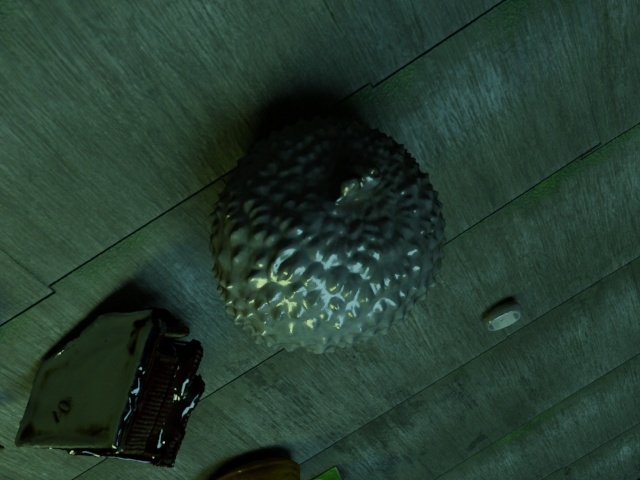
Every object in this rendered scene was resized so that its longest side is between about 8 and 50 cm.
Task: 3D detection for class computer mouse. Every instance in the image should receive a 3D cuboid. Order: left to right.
[{"bbox_3d":[0.430,0.175,2.151,0.096,0.039,0.066,-27,141,9],"label":"computer mouse"}]

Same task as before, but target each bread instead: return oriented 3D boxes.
[{"bbox_3d":[-0.165,0.618,2.183,0.269,0.143,0.195,-14,141,-16],"label":"bread"}]

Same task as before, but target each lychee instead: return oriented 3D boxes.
[{"bbox_3d":[0.000,0.000,1.447,0.380,0.381,0.432,-9,157,-24],"label":"lychee"}]

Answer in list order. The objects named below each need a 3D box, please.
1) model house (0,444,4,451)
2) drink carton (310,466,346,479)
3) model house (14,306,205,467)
[{"bbox_3d":[-0.686,0.417,1.616,0.248,0.181,0.176,-13,139,-17],"label":"model house"},{"bbox_3d":[-0.029,0.736,2.378,0.271,0.161,0.108,-30,141,1],"label":"drink carton"},{"bbox_3d":[-0.345,0.275,1.687,0.282,0.297,0.317,24,81,-55],"label":"model house"}]
